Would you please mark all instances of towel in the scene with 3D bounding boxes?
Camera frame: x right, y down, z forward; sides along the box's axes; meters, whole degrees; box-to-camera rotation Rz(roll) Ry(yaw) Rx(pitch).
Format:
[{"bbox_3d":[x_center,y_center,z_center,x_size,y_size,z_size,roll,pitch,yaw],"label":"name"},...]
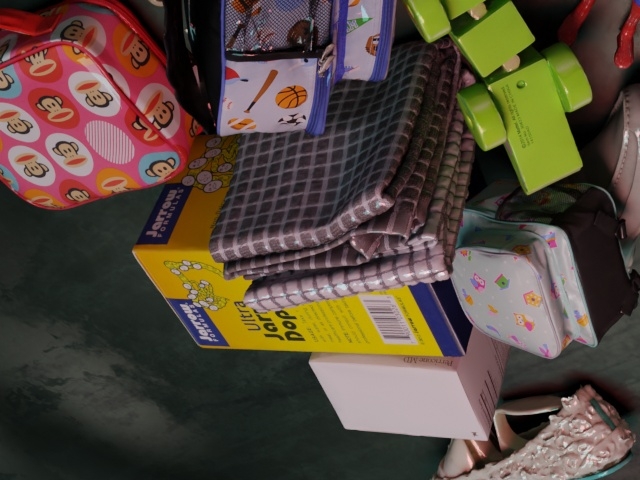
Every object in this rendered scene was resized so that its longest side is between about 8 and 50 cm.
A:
[{"bbox_3d":[0.024,-0.075,1.327,0.235,0.283,0.121,-11,133,29],"label":"towel"}]

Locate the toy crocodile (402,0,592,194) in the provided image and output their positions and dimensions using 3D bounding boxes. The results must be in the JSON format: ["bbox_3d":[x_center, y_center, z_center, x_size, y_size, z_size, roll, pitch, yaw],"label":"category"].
[{"bbox_3d":[0.159,-0.190,1.220,0.115,0.105,0.340,-30,119,4],"label":"toy crocodile"}]

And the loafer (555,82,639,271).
[{"bbox_3d":[0.293,-0.048,1.383,0.112,0.112,0.319,8,144,4],"label":"loafer"}]

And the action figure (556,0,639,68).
[{"bbox_3d":[0.283,-0.239,1.121,0.091,0.139,0.280,20,142,1],"label":"action figure"}]

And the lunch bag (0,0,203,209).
[{"bbox_3d":[-0.306,-0.167,1.523,0.293,0.120,0.258,-10,133,37],"label":"lunch bag"}]

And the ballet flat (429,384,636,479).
[{"bbox_3d":[0.271,0.299,1.865,0.147,0.147,0.409,36,139,-20],"label":"ballet flat"}]

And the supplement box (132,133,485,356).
[{"bbox_3d":[0.000,0.000,1.522,0.357,0.194,0.195,-1,139,28],"label":"supplement box"}]

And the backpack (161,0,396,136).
[{"bbox_3d":[-0.041,-0.229,1.186,0.213,0.276,0.263,6,133,-9],"label":"backpack"}]

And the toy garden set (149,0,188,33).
[{"bbox_3d":[-0.098,-0.255,1.362,0.204,0.049,0.244,-18,129,42],"label":"toy garden set"}]

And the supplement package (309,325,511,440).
[{"bbox_3d":[0.121,0.116,1.607,0.194,0.203,0.149,1,140,25],"label":"supplement package"}]

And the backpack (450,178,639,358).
[{"bbox_3d":[0.213,0.024,1.349,0.188,0.144,0.165,23,143,54],"label":"backpack"}]
